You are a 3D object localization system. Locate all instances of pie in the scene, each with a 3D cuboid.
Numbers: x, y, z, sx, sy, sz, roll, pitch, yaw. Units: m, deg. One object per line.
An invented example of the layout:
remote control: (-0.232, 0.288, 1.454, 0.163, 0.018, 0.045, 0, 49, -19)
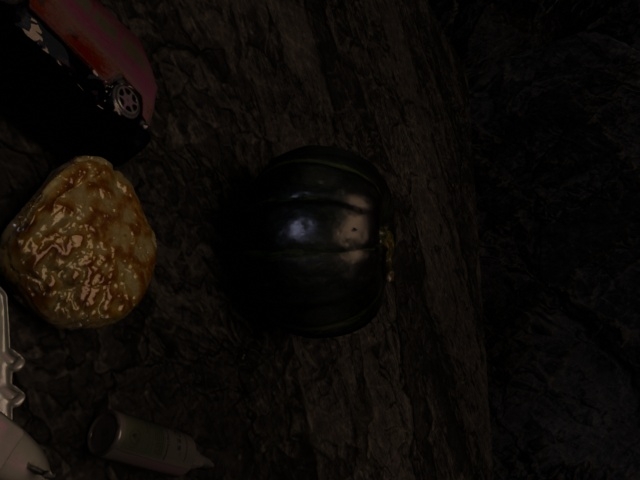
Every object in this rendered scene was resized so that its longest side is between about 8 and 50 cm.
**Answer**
pie: (-0.278, 0.006, 0.801, 0.179, 0.084, 0.205, 55, 37, -32)

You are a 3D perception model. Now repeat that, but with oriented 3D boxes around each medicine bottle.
medicine bottle: (-0.199, 0.263, 0.857, 0.199, 0.057, 0.058, 40, 45, -47)

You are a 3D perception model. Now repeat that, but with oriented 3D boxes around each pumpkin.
pumpkin: (0.000, 0.000, 1.139, 0.323, 0.241, 0.323, -3, 90, -74)

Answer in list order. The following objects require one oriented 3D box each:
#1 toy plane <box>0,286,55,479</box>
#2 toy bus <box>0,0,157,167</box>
toy plane: (-0.331, 0.166, 0.620, 0.255, 0.101, 0.251, 54, 47, -34)
toy bus: (-0.316, -0.224, 0.790, 0.303, 0.127, 0.147, 45, 38, -43)
